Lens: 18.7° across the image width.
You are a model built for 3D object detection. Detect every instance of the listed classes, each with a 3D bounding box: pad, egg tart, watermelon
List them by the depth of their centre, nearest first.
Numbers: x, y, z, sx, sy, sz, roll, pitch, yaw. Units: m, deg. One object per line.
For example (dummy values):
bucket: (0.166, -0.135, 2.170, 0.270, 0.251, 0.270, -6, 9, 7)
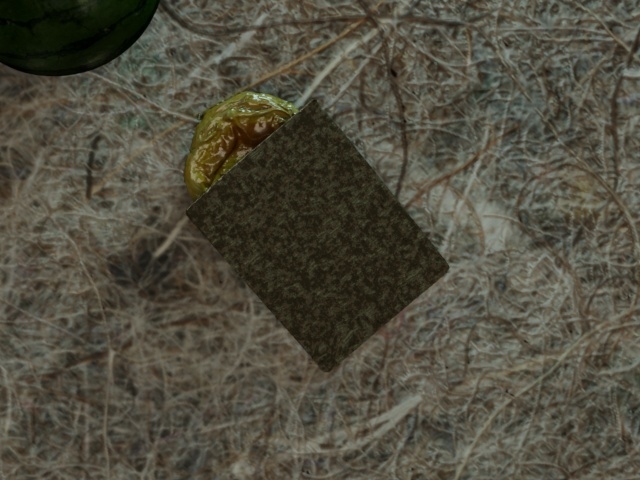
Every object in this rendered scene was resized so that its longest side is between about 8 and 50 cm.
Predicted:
watermelon: (-0.212, -0.237, 1.656, 0.214, 0.188, 0.188, -12, 102, 0)
egg tart: (-0.065, -0.075, 1.776, 0.130, 0.052, 0.130, -2, 102, -8)
pad: (0.000, 0.000, 1.789, 0.158, 0.003, 0.235, -40, 121, 0)
